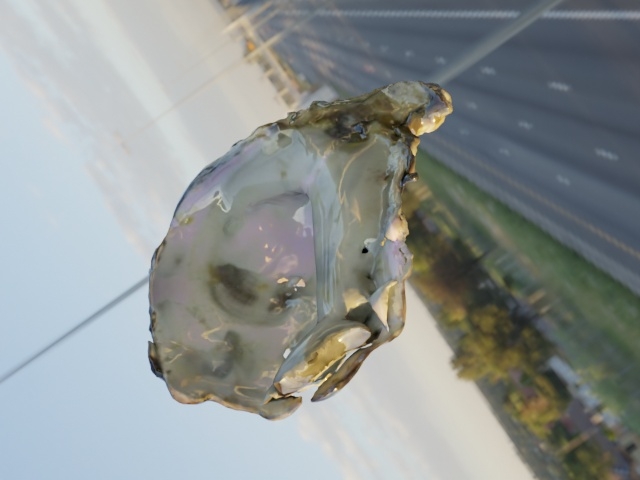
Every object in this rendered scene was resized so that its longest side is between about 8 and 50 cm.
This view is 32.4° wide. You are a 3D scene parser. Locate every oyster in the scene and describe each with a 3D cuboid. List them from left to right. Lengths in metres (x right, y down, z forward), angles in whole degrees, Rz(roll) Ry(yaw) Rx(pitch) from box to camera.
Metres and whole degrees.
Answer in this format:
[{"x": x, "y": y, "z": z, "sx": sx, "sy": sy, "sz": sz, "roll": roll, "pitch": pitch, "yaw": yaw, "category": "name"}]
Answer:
[{"x": 0.000, "y": 0.000, "z": 0.541, "sx": 0.081, "sy": 0.191, "sz": 0.163, "roll": 42, "pitch": -172, "yaw": -49, "category": "oyster"}]
